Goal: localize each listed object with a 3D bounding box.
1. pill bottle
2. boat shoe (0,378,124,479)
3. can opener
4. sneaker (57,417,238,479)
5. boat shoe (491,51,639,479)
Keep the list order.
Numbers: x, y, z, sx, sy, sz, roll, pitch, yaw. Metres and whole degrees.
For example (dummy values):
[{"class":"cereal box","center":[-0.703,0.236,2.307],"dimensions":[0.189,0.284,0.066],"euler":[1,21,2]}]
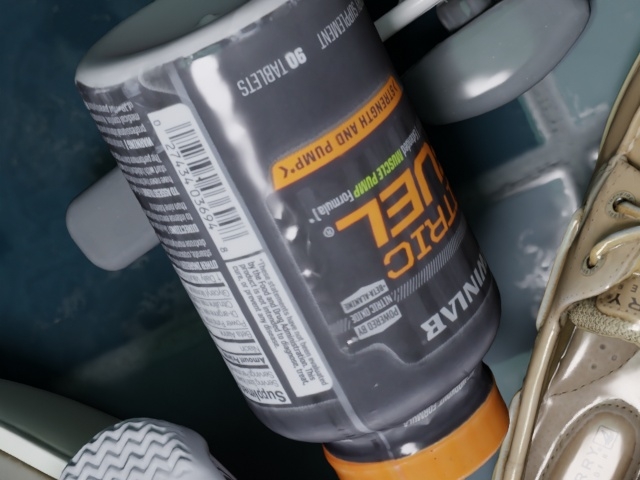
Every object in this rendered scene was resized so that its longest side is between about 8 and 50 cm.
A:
[{"class":"pill bottle","center":[0.000,0.000,0.813],"dimensions":[0.130,0.130,0.245],"euler":[-21,111,17]},{"class":"boat shoe","center":[-0.090,0.158,0.940],"dimensions":[0.305,0.109,0.091],"euler":[24,101,5]},{"class":"can opener","center":[-0.002,-0.064,0.891],"dimensions":[0.280,0.074,0.093],"euler":[-31,92,18]},{"class":"sneaker","center":[0.007,0.252,0.840],"dimensions":[0.137,0.210,0.366],"euler":[-36,71,13]},{"class":"boat shoe","center":[0.169,0.025,0.844],"dimensions":[0.121,0.110,0.341],"euler":[20,105,10]}]
